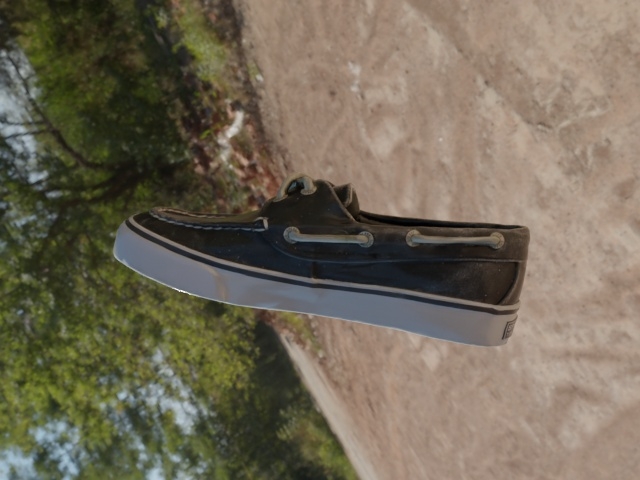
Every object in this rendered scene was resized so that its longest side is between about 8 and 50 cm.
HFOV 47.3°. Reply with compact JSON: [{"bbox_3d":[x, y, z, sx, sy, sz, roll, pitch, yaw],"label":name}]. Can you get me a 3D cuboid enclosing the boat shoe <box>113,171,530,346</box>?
[{"bbox_3d":[0.000,0.000,0.395,0.078,0.220,0.070,-70,-11,-79],"label":"boat shoe"}]
